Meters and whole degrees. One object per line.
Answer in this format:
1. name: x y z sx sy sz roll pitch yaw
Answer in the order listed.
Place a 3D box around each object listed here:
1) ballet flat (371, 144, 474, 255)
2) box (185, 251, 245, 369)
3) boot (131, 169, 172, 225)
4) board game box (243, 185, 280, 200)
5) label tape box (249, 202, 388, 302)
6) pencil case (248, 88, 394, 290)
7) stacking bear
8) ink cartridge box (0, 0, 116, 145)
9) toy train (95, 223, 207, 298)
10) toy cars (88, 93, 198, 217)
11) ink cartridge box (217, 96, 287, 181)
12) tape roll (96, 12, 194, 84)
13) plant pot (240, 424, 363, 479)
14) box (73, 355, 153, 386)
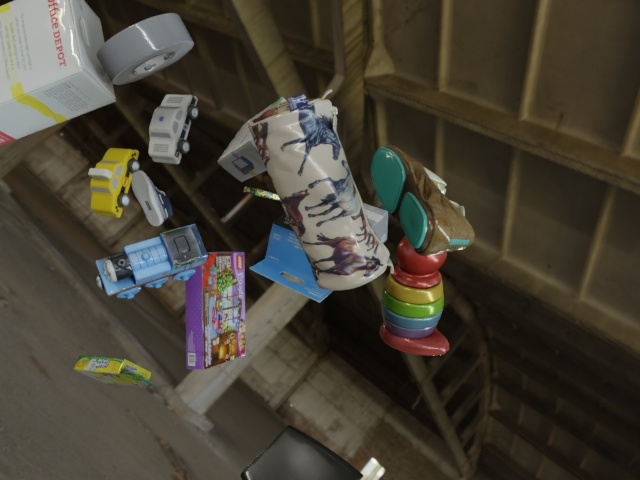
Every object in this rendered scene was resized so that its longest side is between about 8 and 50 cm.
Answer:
1. ballet flat: 0.191 -0.077 1.015 0.124 0.116 0.342 8 26 -15
2. box: -0.274 0.176 1.448 0.057 0.293 0.201 -1 0 23
3. boot: -0.544 -0.147 1.774 0.069 0.086 0.189 -4 -66 22
4. board game box: -0.145 -0.158 2.047 0.260 0.030 0.136 11 1 -29
5. label tape box: 0.000 0.000 1.560 0.249 0.348 0.115 22 -49 29
6. pencil case: 0.009 -0.096 1.133 0.410 0.184 0.160 67 18 -10
7. stacking bear: 0.235 0.115 1.340 0.175 0.164 0.288 -106 -163 -64
8. ink cartridge box: -0.744 -0.434 1.379 0.160 0.385 0.279 52 20 -72
9. toy train: -0.282 0.036 0.920 0.080 0.184 0.105 66 -27 13
10. toy cars: -0.459 -0.225 1.378 0.176 0.394 0.087 53 7 25
11. ink cartridge box: -0.153 -0.250 1.387 0.093 0.154 0.212 41 -26 -23
12. tape roll: -0.418 -0.456 1.312 0.072 0.219 0.219 63 -18 -12
13. plant pot: -0.050 0.468 1.053 0.167 0.187 0.188 42 -22 17
14. box: -0.505 0.324 1.351 0.179 0.043 0.105 0 -31 27
